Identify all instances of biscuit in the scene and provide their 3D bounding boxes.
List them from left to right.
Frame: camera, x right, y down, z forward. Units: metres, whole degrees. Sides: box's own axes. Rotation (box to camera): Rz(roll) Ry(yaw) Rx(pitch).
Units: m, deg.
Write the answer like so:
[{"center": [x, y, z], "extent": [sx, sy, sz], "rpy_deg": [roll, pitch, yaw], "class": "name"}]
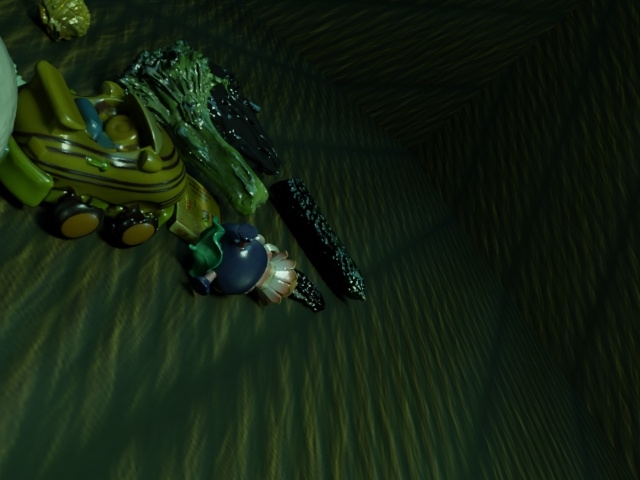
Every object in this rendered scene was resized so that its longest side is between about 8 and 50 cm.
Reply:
[{"center": [-0.028, 0.085, 1.104], "extent": [0.089, 0.027, 0.087], "rpy_deg": [53, 17, 12], "class": "biscuit"}]

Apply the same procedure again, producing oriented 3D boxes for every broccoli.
[{"center": [-0.191, -0.168, 1.044], "extent": [0.304, 0.165, 0.145], "rpy_deg": [52, 11, -1], "class": "broccoli"}]

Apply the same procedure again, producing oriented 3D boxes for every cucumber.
[{"center": [-0.001, 0.001, 1.274], "extent": [0.300, 0.072, 0.072], "rpy_deg": [58, 20, 20], "class": "cucumber"}]

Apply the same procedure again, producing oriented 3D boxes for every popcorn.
[{"center": [-0.406, -0.347, 1.036], "extent": [0.084, 0.084, 0.084], "rpy_deg": [43, 19, -18], "class": "popcorn"}]

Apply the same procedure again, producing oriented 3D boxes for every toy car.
[{"center": [-0.256, -0.110, 0.774], "extent": [0.200, 0.142, 0.247], "rpy_deg": [57, 21, 22], "class": "toy car"}]

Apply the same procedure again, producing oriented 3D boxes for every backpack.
[{"center": [-0.175, -0.214, 1.238], "extent": [0.258, 0.133, 0.206], "rpy_deg": [46, 20, -31], "class": "backpack"}]

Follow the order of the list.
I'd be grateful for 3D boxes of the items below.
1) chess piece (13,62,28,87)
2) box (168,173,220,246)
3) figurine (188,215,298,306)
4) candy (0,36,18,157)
[{"center": [-0.392, -0.203, 0.804], "extent": [0.149, 0.059, 0.059], "rpy_deg": [48, 16, -24], "class": "chess piece"}, {"center": [-0.188, -0.043, 0.995], "extent": [0.089, 0.022, 0.156], "rpy_deg": [38, 20, -28], "class": "box"}, {"center": [-0.100, 0.029, 0.915], "extent": [0.102, 0.112, 0.195], "rpy_deg": [36, 8, 37], "class": "figurine"}, {"center": [-0.374, -0.149, 0.515], "extent": [0.295, 0.185, 0.296], "rpy_deg": [47, 20, -23], "class": "candy"}]
